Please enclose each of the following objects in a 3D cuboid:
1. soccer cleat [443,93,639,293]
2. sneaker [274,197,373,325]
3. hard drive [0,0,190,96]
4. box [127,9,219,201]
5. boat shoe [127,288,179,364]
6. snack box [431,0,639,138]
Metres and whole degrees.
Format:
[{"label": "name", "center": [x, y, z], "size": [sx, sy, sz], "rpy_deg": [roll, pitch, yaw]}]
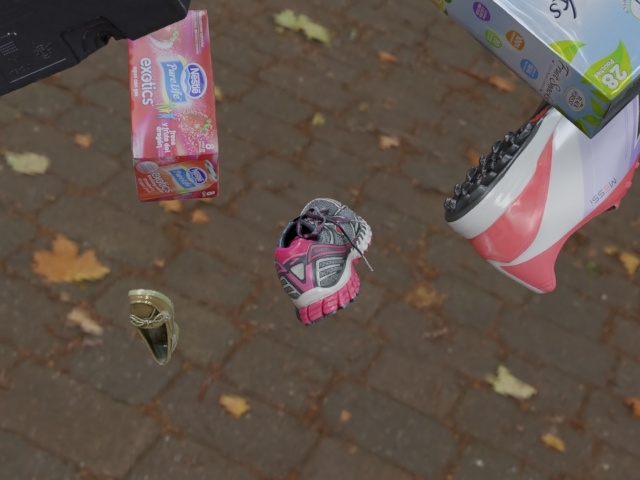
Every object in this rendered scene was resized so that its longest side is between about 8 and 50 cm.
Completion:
[{"label": "soccer cleat", "center": [0.246, -0.094, 1.102], "size": [0.116, 0.318, 0.108], "rpy_deg": [46, -16, -9]}, {"label": "sneaker", "center": [0.000, 0.000, 1.712], "size": [0.112, 0.120, 0.299], "rpy_deg": [60, 11, -18]}, {"label": "hard drive", "center": [-0.274, -0.265, 0.886], "size": [0.339, 0.236, 0.064], "rpy_deg": [56, 23, -36]}, {"label": "box", "center": [-0.215, -0.197, 1.800], "size": [0.122, 0.128, 0.257], "rpy_deg": [-4, 62, -6]}, {"label": "boat shoe", "center": [-0.223, 0.114, 1.652], "size": [0.056, 0.153, 0.048], "rpy_deg": [1, 59, 4]}, {"label": "snack box", "center": [0.183, -0.206, 0.900], "size": [0.207, 0.070, 0.174], "rpy_deg": [43, 74, 12]}]
